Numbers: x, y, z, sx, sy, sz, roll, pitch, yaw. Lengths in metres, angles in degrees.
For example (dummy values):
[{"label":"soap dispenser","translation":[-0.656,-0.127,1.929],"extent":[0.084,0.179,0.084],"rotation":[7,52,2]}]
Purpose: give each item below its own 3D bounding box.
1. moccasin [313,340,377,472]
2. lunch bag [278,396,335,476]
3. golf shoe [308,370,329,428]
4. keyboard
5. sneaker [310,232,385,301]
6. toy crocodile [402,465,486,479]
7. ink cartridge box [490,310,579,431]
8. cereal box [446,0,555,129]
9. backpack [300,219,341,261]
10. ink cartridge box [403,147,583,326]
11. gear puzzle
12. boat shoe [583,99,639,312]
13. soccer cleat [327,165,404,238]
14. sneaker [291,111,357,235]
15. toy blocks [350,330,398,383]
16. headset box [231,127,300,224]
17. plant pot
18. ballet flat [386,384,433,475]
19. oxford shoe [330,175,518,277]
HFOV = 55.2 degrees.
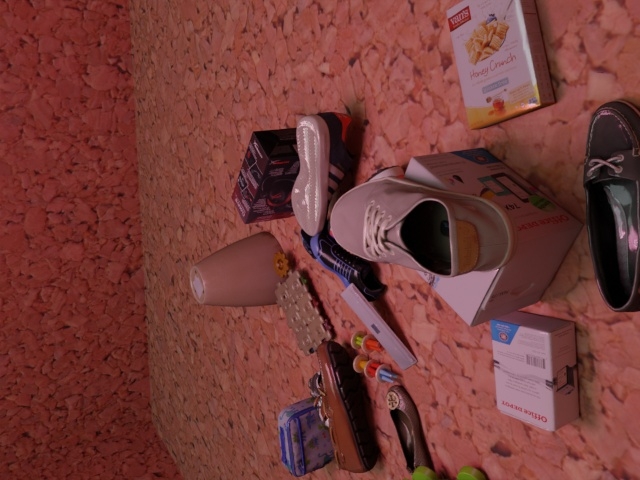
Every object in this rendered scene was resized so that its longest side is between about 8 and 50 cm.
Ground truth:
[{"label":"moccasin","translation":[0.053,0.475,1.757],"extent":[0.146,0.139,0.381],"rotation":[-12,99,32]},{"label":"lunch bag","translation":[-0.045,0.619,1.929],"extent":[0.090,0.176,0.219],"rotation":[13,110,56]},{"label":"golf shoe","translation":[0.026,0.488,1.867],"extent":[0.198,0.077,0.094],"rotation":[56,142,29]},{"label":"keyboard","translation":[0.147,0.222,1.572],"extent":[0.256,0.014,0.072],"rotation":[50,148,9]},{"label":"sneaker","translation":[0.075,0.062,1.597],"extent":[0.232,0.081,0.090],"rotation":[48,135,-2]},{"label":"toy crocodile","translation":[0.291,0.603,1.425],"extent":[0.340,0.115,0.105],"rotation":[-22,105,46]},{"label":"ink cartridge box","translation":[0.407,0.243,1.169],"extent":[0.139,0.082,0.191],"rotation":[8,108,57]},{"label":"cereal box","translation":[0.325,-0.342,1.127],"extent":[0.173,0.047,0.240],"rotation":[-13,90,58]},{"label":"backpack","translation":[0.000,0.000,1.713],"extent":[0.114,0.104,0.084],"rotation":[53,162,49]},{"label":"ink cartridge box","translation":[0.294,-0.016,1.150],"extent":[0.270,0.198,0.197],"rotation":[49,137,37]},{"label":"gear puzzle","translation":[-0.069,0.186,1.928],"extent":[0.175,0.044,0.339],"rotation":[-45,66,45]},{"label":"boat shoe","translation":[0.469,-0.051,0.954],"extent":[0.112,0.095,0.336],"rotation":[-7,95,58]},{"label":"soccer cleat","translation":[0.119,-0.059,1.507],"extent":[0.318,0.108,0.117],"rotation":[-45,67,51]},{"label":"sneaker","translation":[0.020,-0.170,1.588],"extent":[0.131,0.148,0.350],"rotation":[40,139,34]},{"label":"toy blocks","translation":[0.147,0.314,1.634],"extent":[0.148,0.054,0.123],"rotation":[10,110,56]},{"label":"headset box","translation":[-0.112,-0.171,1.720],"extent":[0.110,0.218,0.293],"rotation":[60,145,28]},{"label":"plant pot","translation":[-0.285,0.121,2.045],"extent":[0.256,0.273,0.257],"rotation":[27,123,51]},{"label":"ballet flat","translation":[0.221,0.499,1.576],"extent":[0.084,0.058,0.250],"rotation":[-30,75,56]},{"label":"oxford shoe","translation":[0.137,-0.023,1.089],"extent":[0.449,0.130,0.169],"rotation":[12,112,57]}]
